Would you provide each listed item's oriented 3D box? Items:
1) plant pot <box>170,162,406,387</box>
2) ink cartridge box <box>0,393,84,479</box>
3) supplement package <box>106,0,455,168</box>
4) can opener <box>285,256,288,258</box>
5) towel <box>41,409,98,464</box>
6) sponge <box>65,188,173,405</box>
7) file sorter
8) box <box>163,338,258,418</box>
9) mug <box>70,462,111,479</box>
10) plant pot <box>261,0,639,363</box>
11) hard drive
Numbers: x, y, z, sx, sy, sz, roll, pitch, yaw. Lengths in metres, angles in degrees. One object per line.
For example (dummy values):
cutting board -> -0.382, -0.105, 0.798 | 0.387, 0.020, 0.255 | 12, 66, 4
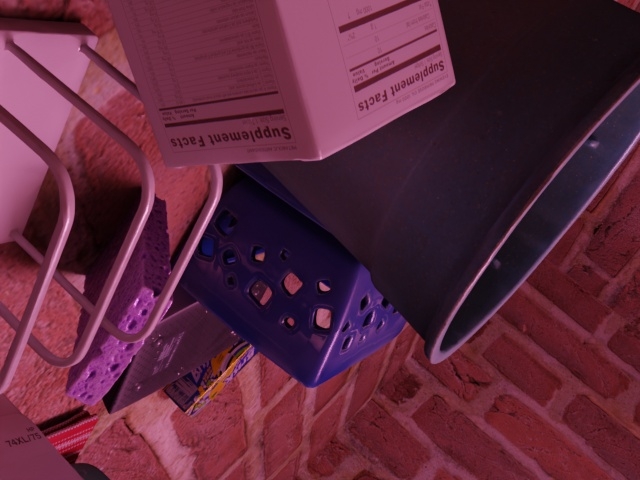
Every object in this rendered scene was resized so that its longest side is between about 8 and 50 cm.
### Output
plant pot -> 0.000, 0.000, 0.950 | 0.236, 0.236, 0.212 | -20, 140, -57
ink cartridge box -> -0.372, 0.308, 0.719 | 0.270, 0.197, 0.198 | -54, 162, 12
supplement package -> -0.039, -0.177, 0.437 | 0.134, 0.139, 0.244 | -34, 116, -40
can opener -> 0.022, -0.057, 1.128 | 0.095, 0.076, 0.283 | -33, 157, -40
towel -> -0.403, 0.336, 0.980 | 0.275, 0.031, 0.199 | -58, 161, 22
sponge -> -0.179, 0.041, 0.709 | 0.117, 0.031, 0.210 | -53, -155, 14
file sorter -> -0.225, -0.009, 0.472 | 0.277, 0.173, 0.193 | -19, 144, -57
box -> -0.162, 0.196, 1.231 | 0.169, 0.054, 0.059 | -45, 161, -13
mug -> -0.326, 0.349, 0.980 | 0.157, 0.097, 0.129 | -26, 151, -49
plant pot -> 0.084, -0.128, 0.705 | 0.341, 0.334, 0.341 | -44, 162, -18
hard drive -> -0.174, 0.113, 1.035 | 0.254, 0.054, 0.172 | -25, 151, -52
